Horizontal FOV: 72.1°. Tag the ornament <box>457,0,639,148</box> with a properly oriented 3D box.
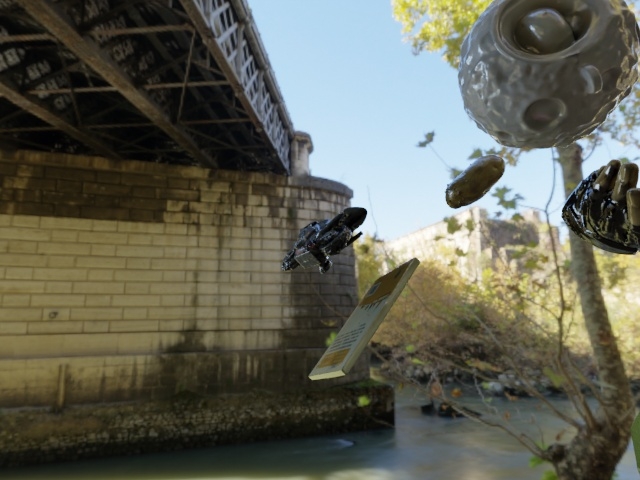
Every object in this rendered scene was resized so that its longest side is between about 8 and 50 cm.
[{"bbox_3d":[0.458,-0.351,0.914,0.336,0.338,0.337,0,-9,0],"label":"ornament"}]

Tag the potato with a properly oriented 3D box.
[{"bbox_3d":[0.189,-0.071,0.539,0.083,0.040,0.051,-41,15,23],"label":"potato"}]

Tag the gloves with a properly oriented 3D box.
[{"bbox_3d":[0.414,-0.042,0.599,0.164,0.124,0.203,3,2,38],"label":"gloves"}]

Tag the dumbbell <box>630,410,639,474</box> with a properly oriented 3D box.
[{"bbox_3d":[0.516,0.253,0.471,0.301,0.122,0.108,10,27,11],"label":"dumbbell"}]

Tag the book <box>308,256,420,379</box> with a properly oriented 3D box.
[{"bbox_3d":[0.092,0.172,0.955,0.020,0.295,0.208,41,-27,-2],"label":"book"}]

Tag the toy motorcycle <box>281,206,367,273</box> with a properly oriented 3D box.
[{"bbox_3d":[0.000,0.000,1.201,0.108,0.173,0.307,46,-35,-15],"label":"toy motorcycle"}]
